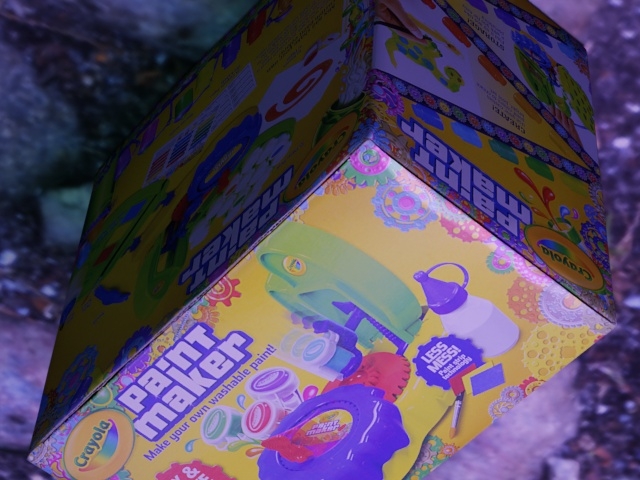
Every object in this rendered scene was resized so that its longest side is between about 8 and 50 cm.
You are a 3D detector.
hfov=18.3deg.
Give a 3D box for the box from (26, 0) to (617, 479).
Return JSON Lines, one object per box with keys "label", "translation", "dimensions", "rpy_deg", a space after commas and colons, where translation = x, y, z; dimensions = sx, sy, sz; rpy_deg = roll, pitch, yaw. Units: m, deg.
{"label": "box", "translation": [0.000, 0.000, 1.157], "dimensions": [0.177, 0.279, 0.290], "rpy_deg": [36, 121, -21]}
